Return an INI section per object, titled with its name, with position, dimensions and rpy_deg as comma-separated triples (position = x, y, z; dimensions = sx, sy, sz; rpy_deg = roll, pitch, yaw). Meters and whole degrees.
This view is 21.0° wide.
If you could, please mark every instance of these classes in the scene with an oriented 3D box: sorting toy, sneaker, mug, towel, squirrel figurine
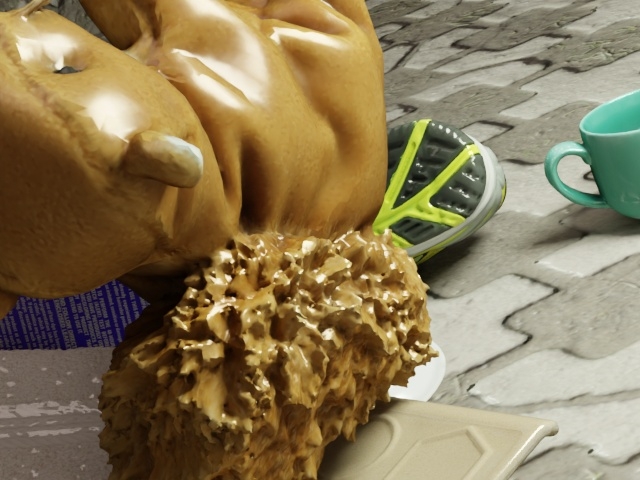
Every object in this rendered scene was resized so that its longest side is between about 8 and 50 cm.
[sorting toy]
position = 0.031, 0.175, 1.132
dimensions = 0.208, 0.038, 0.193
rpy_deg = -40, 26, -32
[sneaker]
position = 0.000, 0.000, 1.629
dimensions = 0.385, 0.145, 0.147
rpy_deg = -13, -13, 26
[mug]
position = 0.294, -0.073, 1.540
dimensions = 0.158, 0.097, 0.129
rpy_deg = -8, 21, 33
[towel]
position = -0.256, 0.142, 1.224
dimensions = 0.282, 0.049, 0.187
rpy_deg = -4, 33, 2
[squirrel figurine]
position = -0.081, -0.011, 1.091
dimensions = 0.281, 0.397, 0.370
rpy_deg = -28, 2, 14

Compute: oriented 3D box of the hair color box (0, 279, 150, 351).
[hair color box]
position = -0.201, 0.026, 1.394
dimensions = 0.339, 0.110, 0.185
rpy_deg = -11, 22, -3

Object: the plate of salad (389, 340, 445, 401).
[plate of salad]
position = 0.001, 0.123, 1.327
dimensions = 0.200, 0.048, 0.200
rpy_deg = -13, 21, 5
